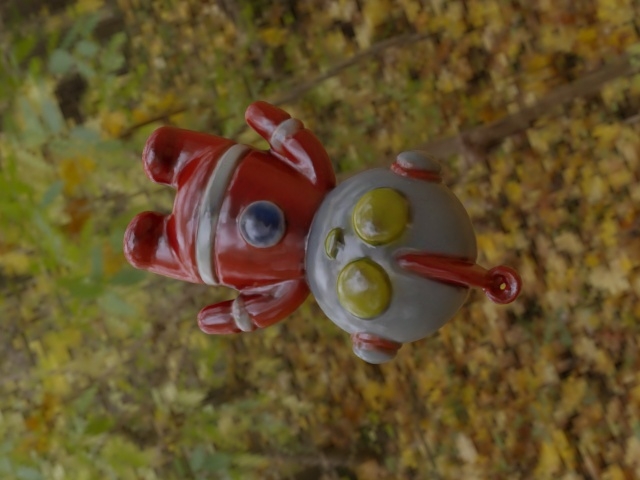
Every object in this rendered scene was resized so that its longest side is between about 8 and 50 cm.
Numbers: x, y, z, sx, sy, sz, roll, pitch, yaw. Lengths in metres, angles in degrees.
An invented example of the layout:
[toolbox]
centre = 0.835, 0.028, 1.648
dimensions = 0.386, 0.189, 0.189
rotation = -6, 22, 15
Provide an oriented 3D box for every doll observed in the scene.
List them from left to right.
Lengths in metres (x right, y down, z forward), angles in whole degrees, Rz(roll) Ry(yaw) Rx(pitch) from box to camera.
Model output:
[doll]
centre = 0.000, 0.000, 0.852
dimensions = 0.076, 0.245, 0.142
rotation = 7, -82, -65
